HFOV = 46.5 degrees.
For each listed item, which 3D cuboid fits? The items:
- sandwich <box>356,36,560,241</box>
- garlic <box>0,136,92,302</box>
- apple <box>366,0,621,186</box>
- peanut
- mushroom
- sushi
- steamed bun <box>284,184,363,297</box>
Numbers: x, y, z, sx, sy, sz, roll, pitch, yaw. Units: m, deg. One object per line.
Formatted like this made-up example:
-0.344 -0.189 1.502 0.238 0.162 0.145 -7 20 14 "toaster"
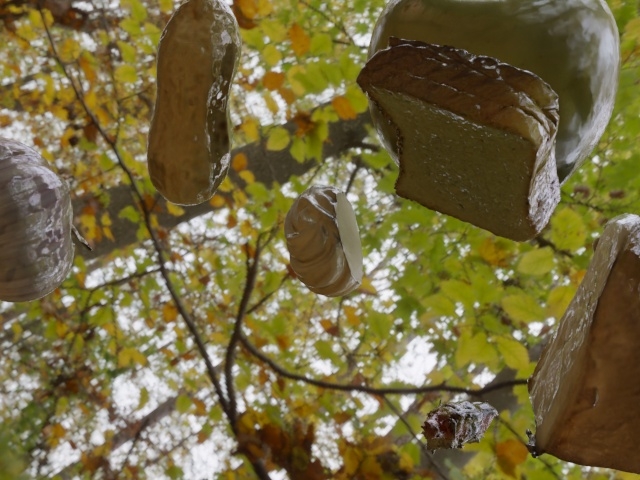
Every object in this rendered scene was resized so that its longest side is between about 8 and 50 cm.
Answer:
0.144 -0.092 0.738 0.186 0.065 0.215 25 -19 25 "sandwich"
-0.415 -0.008 0.979 0.207 0.207 0.257 47 -11 12 "garlic"
0.238 -0.215 1.053 0.357 0.357 0.358 24 -51 33 "apple"
-0.157 -0.182 0.962 0.111 0.125 0.275 12 -81 9 "peanut"
0.529 0.170 1.204 0.313 0.224 0.398 13 -73 1 "mushroom"
0.257 0.361 1.455 0.097 0.226 0.103 16 -84 42 "sushi"
0.000 0.000 1.180 0.106 0.183 0.183 -15 -74 15 "steamed bun"
